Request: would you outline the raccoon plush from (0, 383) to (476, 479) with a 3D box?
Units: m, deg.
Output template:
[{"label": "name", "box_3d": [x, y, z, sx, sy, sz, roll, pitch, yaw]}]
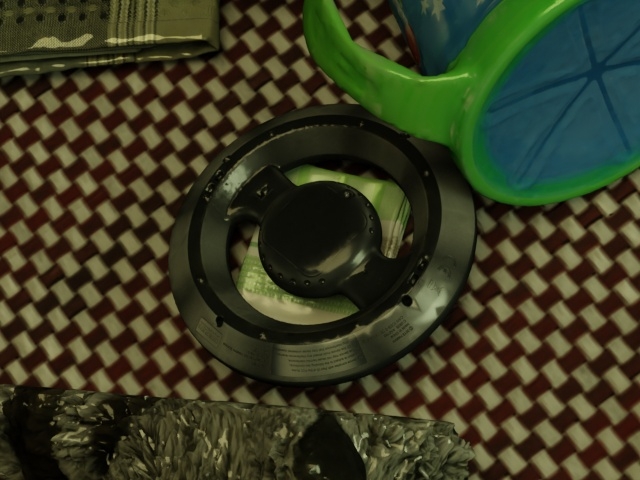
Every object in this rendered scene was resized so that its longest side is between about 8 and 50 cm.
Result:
[{"label": "raccoon plush", "box_3d": [-0.066, 0.259, 1.219, 0.446, 0.216, 0.299, 0, 83, 41]}]

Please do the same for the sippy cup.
[{"label": "sippy cup", "box_3d": [0.148, -0.182, 1.287, 0.240, 0.305, 0.224, -47, 54, 22]}]

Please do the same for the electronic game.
[{"label": "electronic game", "box_3d": [0.000, 0.000, 1.308, 0.229, 0.048, 0.229, -7, 59, 13]}]

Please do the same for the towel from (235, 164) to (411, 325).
[{"label": "towel", "box_3d": [-0.003, 0.018, 1.337, 0.113, 0.023, 0.152, 13, 73, 13]}]

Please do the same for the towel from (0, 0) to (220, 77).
[{"label": "towel", "box_3d": [-0.230, -0.277, 1.479, 0.312, 0.056, 0.324, -2, 68, 6]}]
